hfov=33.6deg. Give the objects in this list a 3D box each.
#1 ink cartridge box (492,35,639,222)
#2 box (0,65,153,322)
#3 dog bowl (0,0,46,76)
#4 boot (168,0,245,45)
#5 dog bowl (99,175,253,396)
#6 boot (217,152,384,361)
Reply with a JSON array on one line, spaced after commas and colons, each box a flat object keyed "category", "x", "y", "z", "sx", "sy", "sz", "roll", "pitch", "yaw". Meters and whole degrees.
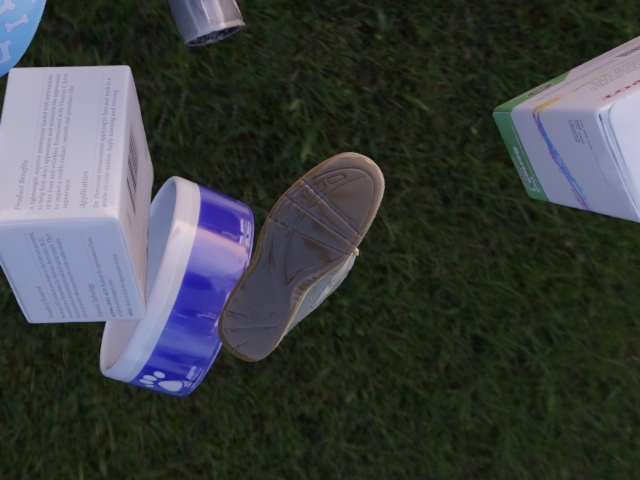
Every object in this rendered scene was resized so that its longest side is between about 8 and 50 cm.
[{"category": "ink cartridge box", "x": 0.321, "y": -0.121, "z": 1.049, "sx": 0.201, "sy": 0.278, "sz": 0.117, "roll": -26, "pitch": 101, "yaw": -6}, {"category": "box", "x": -0.232, "y": -0.041, "z": 1.011, "sx": 0.119, "sy": 0.181, "sz": 0.182, "roll": -1, "pitch": 147, "yaw": -1}, {"category": "dog bowl", "x": -0.245, "y": -0.231, "z": 0.670, "sx": 0.074, "sy": 0.166, "sz": 0.297, "roll": 3, "pitch": 65, "yaw": -44}, {"category": "boot", "x": -0.123, "y": -0.274, "z": 0.919, "sx": 0.076, "sy": 0.190, "sz": 0.209, "roll": -26, "pitch": 101, "yaw": 10}, {"category": "dog bowl", "x": -0.183, "y": 0.059, "z": 1.336, "sx": 0.104, "sy": 0.265, "sz": 0.265, "roll": 21, "pitch": 101, "yaw": -18}, {"category": "boot", "x": 0.000, "y": 0.000, "z": 0.961, "sx": 0.077, "sy": 0.165, "sz": 0.213, "roll": 37, "pitch": 111, "yaw": 7}]
